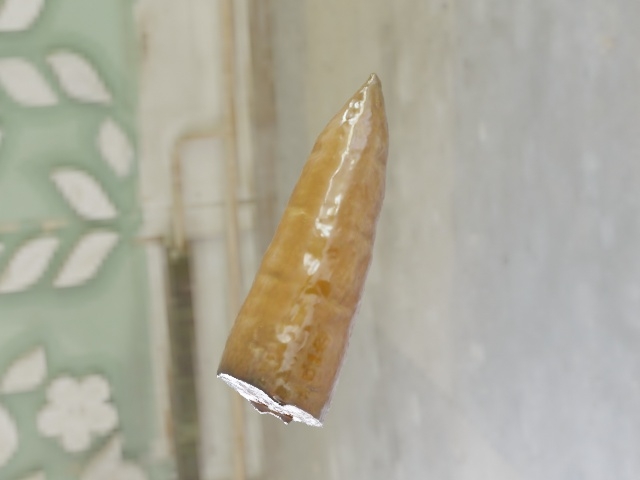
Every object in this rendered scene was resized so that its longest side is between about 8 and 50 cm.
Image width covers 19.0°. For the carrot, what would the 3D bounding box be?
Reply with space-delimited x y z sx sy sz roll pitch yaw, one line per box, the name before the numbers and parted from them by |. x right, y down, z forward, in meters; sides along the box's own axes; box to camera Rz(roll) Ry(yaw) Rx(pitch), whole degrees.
carrot | 0.000 0.000 1.087 0.072 0.072 0.205 159 130 -73
